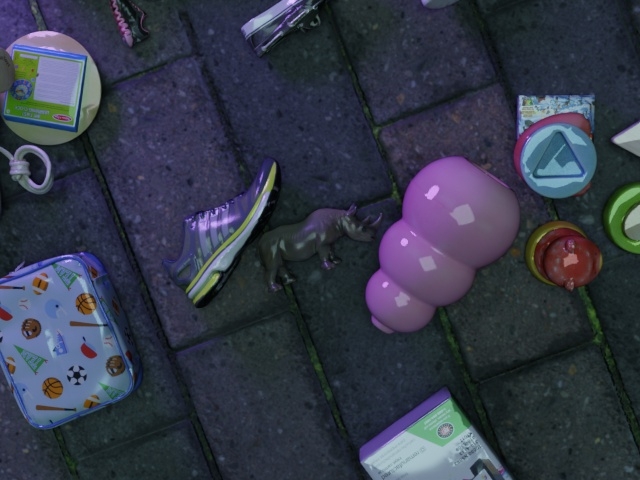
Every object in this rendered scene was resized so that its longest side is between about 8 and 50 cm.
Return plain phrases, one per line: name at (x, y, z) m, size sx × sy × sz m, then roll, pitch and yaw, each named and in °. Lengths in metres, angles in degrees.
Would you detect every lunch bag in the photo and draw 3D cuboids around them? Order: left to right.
lunch bag at (-0.475, 0.175, 1.903) m, size 0.243 × 0.115 × 0.303 m, roll -22°, pitch 92°, yaw 5°

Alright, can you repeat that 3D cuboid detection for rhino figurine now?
rhino figurine at (0.000, 0.000, 1.897) m, size 0.243 × 0.073 × 0.106 m, roll -23°, pitch 94°, yaw 1°

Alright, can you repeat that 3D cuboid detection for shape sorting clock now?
shape sorting clock at (-0.497, -0.277, 1.917) m, size 0.206 × 0.040 × 0.206 m, roll 0°, pitch 93°, yaw 8°

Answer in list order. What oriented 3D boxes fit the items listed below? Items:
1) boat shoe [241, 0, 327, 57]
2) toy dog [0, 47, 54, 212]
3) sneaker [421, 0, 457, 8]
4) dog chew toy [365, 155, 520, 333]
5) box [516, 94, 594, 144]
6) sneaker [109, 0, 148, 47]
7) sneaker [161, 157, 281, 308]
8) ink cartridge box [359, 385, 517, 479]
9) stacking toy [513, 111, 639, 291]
boat shoe at (-0.034, -0.406, 1.883) m, size 0.219 × 0.078 × 0.070 m, roll -31°, pitch 90°, yaw 11°
toy dog at (-0.634, -0.197, 1.853) m, size 0.220 × 0.161 × 0.333 m, roll -22°, pitch 88°, yaw 28°
sneaker at (0.254, -0.498, 1.874) m, size 0.212 × 0.080 × 0.094 m, roll -35°, pitch 79°, yaw -4°
dog chew toy at (0.199, 0.020, 1.836) m, size 0.207 × 0.206 × 0.332 m, roll 33°, pitch 101°, yaw 0°
box at (0.423, -0.214, 1.895) m, size 0.137 × 0.027 × 0.094 m, roll 1°, pitch 92°, yaw 1°
sneaker at (-0.347, -0.413, 1.911) m, size 0.057 × 0.047 × 0.119 m, roll -20°, pitch 95°, yaw -14°
sneaker at (-0.176, -0.029, 1.887) m, size 0.121 × 0.111 × 0.300 m, roll 35°, pitch 91°, yaw 4°
ink cartridge box at (0.231, 0.436, 1.884) m, size 0.201 × 0.117 × 0.278 m, roll -37°, pitch 91°, yaw 3°
stacking toy at (0.488, -0.074, 1.831) m, size 0.280 × 0.130 × 0.308 m, roll -12°, pitch 99°, yaw 3°
